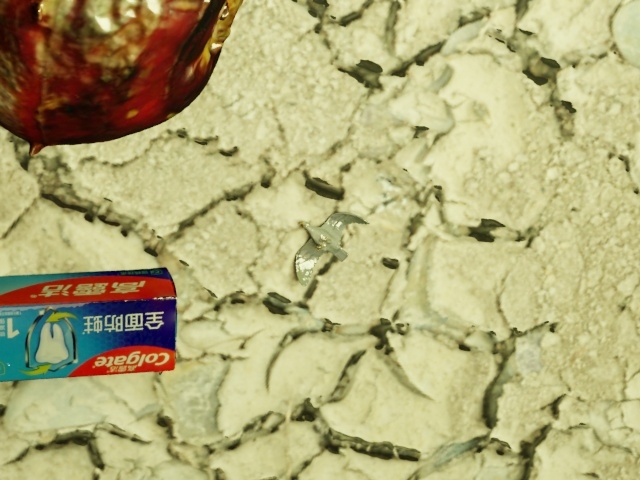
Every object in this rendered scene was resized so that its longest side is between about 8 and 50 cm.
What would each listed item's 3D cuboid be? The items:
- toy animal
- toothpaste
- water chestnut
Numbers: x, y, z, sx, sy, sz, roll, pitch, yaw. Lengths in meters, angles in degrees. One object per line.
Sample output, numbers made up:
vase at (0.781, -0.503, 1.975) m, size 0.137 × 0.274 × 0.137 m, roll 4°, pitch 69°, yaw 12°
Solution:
toy animal at (0.001, 0.000, 1.721) m, size 0.084 × 0.028 × 0.050 m, roll -44°, pitch 125°, yaw 8°
toothpaste at (-0.285, 0.077, 1.667) m, size 0.320 × 0.066 × 0.076 m, roll -3°, pitch 116°, yaw -14°
water chestnut at (-0.194, -0.240, 1.402) m, size 0.302 × 0.350 × 0.350 m, roll 19°, pitch 111°, yaw 4°
